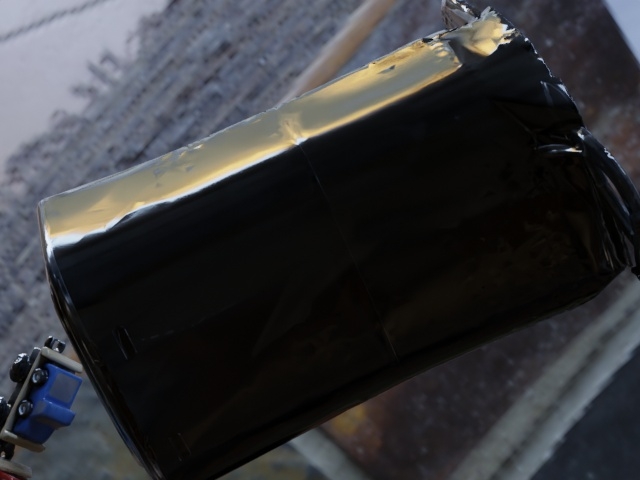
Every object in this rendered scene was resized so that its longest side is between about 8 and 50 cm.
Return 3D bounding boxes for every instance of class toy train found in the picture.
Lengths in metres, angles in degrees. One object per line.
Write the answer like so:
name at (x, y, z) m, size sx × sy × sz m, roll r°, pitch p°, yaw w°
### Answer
toy train at (-0.148, 0.118, 0.722) m, size 0.036 × 0.027 × 0.158 m, roll 14°, pitch 78°, yaw 44°

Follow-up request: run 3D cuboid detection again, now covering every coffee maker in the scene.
coffee maker at (0.000, 0.000, 0.541) m, size 0.178 × 0.120 × 0.171 m, roll -26°, pitch 2°, yaw -3°
